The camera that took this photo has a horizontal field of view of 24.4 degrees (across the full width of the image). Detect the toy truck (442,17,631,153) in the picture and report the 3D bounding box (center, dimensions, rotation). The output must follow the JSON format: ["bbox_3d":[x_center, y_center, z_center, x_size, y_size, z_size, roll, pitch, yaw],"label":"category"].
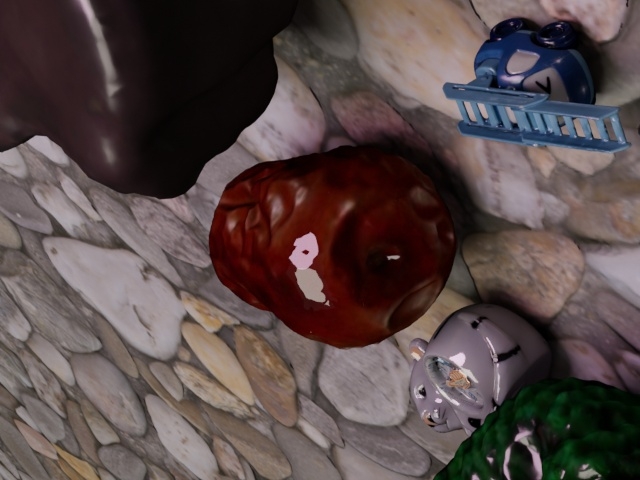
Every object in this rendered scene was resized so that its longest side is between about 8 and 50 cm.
[{"bbox_3d":[0.144,-0.091,0.904,0.136,0.074,0.063,11,137,47],"label":"toy truck"}]

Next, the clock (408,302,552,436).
[{"bbox_3d":[0.119,0.108,1.208,0.117,0.080,0.176,33,152,25],"label":"clock"}]

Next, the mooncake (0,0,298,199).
[{"bbox_3d":[-0.190,-0.222,1.043,0.381,0.212,0.351,32,146,30],"label":"mooncake"}]

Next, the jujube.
[{"bbox_3d":[0.000,0.000,1.151,0.230,0.155,0.155,11,138,55],"label":"jujube"}]

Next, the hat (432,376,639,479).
[{"bbox_3d":[0.241,0.260,1.130,0.332,0.242,0.274,22,128,-29],"label":"hat"}]
